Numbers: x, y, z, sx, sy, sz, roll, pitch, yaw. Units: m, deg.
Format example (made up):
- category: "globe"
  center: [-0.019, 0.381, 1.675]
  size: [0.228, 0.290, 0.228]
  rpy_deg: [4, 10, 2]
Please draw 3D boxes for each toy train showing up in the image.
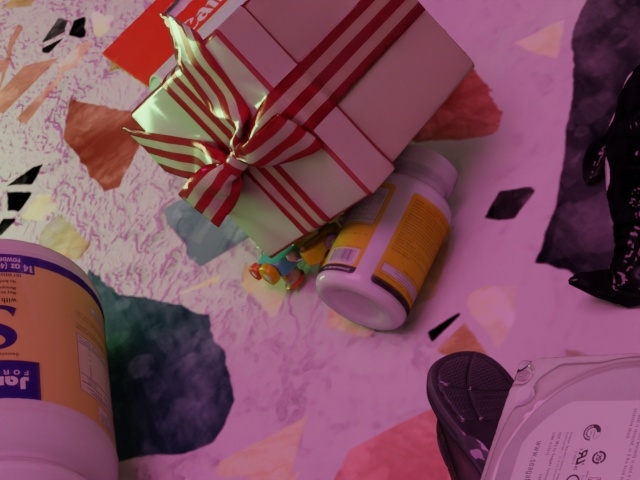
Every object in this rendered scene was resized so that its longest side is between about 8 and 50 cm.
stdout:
- category: "toy train"
  center: [0.000, 0.000, 1.676]
  size: [0.166, 0.046, 0.125]
  rpy_deg: [-27, 21, 24]

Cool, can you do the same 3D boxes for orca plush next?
- category: "orca plush"
  center: [0.305, -0.080, 1.491]
  size: [0.151, 0.102, 0.287]
  rpy_deg: [12, 63, 39]

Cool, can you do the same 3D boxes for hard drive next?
- category: "hard drive"
  center: [0.278, 0.192, 1.163]
  size: [0.339, 0.064, 0.237]
  rpy_deg: [-5, 48, 38]

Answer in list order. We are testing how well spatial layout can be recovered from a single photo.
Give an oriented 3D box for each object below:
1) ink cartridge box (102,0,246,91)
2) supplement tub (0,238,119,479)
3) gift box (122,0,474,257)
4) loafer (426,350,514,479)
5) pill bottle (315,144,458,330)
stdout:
- category: "ink cartridge box"
  center: [-0.109, -0.310, 1.967]
  size: [0.308, 0.091, 0.385]
  rpy_deg: [-47, 45, -8]
- category: "supplement tub"
  center: [-0.339, 0.189, 1.601]
  size: [0.241, 0.241, 0.331]
  rpy_deg: [-27, 45, 13]
- category: "gift box"
  center: [-0.045, -0.158, 1.596]
  size: [0.258, 0.276, 0.255]
  rpy_deg: [-51, 6, -34]
- category: "loafer"
  center: [0.178, 0.233, 1.347]
  size: [0.109, 0.095, 0.302]
  rpy_deg: [-12, 47, -15]
- category: "pill bottle"
  center: [0.076, -0.006, 1.583]
  size: [0.103, 0.103, 0.184]
  rpy_deg: [9, 61, 38]
